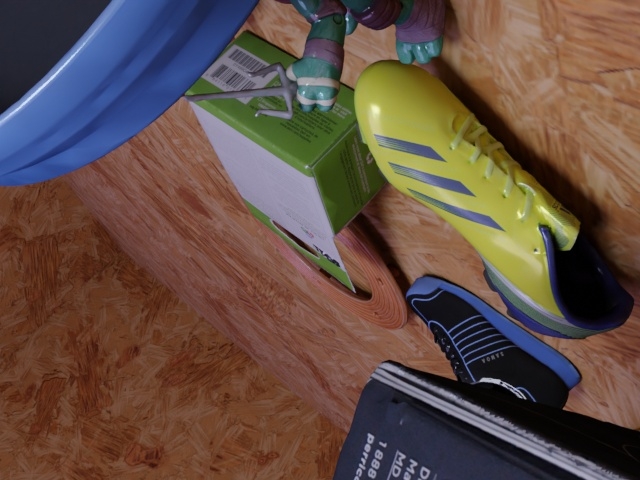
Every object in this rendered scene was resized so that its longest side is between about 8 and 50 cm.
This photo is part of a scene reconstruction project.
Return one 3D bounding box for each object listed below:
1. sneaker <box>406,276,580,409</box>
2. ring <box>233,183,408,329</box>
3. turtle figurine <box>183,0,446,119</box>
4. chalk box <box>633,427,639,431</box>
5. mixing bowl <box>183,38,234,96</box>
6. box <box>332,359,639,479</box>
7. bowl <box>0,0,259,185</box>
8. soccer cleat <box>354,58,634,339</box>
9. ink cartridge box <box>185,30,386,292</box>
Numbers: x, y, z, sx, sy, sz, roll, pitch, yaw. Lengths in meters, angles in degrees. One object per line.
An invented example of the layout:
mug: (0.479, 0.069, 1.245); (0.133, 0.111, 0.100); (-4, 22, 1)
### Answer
sneaker: (0.175, 0.127, 0.942); (0.232, 0.090, 0.081); (32, 160, 36)
ring: (0.000, 0.000, 1.168); (0.336, 0.032, 0.337); (41, 163, 15)
turtle figurine: (-0.026, -0.161, 0.521); (0.175, 0.234, 0.118); (52, 125, 24)
chalk box: (0.373, 0.305, 0.827); (0.213, 0.132, 0.132); (42, 163, 12)
mixing bowl: (-0.189, -0.229, 0.940); (0.181, 0.098, 0.181); (41, 164, 15)
box: (0.290, 0.302, 0.414); (0.479, 0.298, 0.471); (20, 177, -31)
bowl: (-0.158, -0.213, 0.441); (0.391, 0.391, 0.077); (33, -173, 35)
soccer cleat: (0.142, -0.034, 0.641); (0.289, 0.093, 0.121); (48, 158, -20)
ink cartridge box: (-0.021, -0.079, 0.909); (0.188, 0.097, 0.255); (35, 163, 29)
